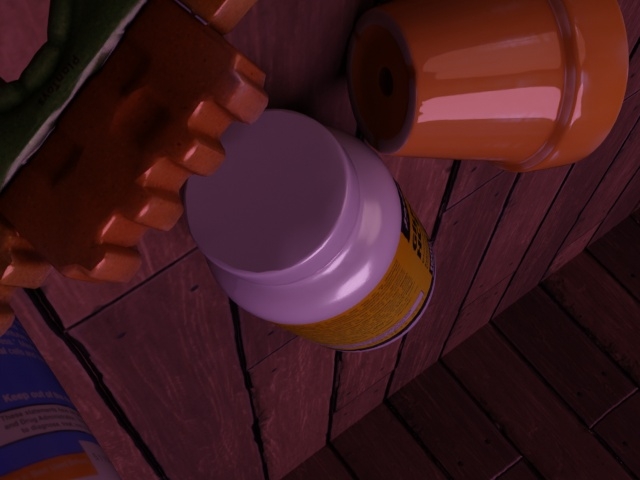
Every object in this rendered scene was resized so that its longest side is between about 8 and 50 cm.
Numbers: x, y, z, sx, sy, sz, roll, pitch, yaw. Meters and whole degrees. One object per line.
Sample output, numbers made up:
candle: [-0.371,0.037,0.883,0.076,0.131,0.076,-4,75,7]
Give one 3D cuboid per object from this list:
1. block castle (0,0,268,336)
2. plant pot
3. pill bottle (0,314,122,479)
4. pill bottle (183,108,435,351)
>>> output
block castle: [-0.154,-0.090,0.222,0.453,0.213,0.303,-52,168,6]
plant pot: [0.134,-0.155,0.747,0.188,0.205,0.205,-12,148,-23]
pill bottle: [-0.237,0.087,0.461,0.152,0.272,0.152,-34,157,-16]
pill bottle: [0.000,0.000,0.805,0.188,0.188,0.334,-42,159,3]
